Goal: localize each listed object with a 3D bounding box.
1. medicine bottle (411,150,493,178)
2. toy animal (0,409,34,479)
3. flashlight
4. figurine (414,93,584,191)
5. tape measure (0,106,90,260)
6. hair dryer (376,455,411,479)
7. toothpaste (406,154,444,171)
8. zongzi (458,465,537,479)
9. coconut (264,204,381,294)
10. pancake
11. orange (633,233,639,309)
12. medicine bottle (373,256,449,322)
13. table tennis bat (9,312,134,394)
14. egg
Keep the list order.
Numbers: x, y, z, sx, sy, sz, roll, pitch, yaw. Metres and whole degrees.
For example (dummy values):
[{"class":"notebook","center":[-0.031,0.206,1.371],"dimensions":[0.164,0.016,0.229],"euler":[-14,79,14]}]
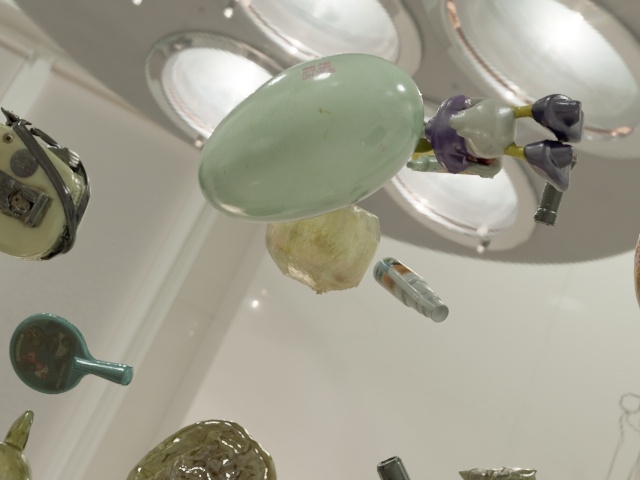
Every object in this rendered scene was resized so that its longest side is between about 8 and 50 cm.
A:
[{"class":"medicine bottle","center":[0.351,-0.206,2.086],"dimensions":[0.218,0.073,0.074],"euler":[6,-21,15]},{"class":"toy animal","center":[-0.554,0.443,1.348],"dimensions":[0.181,0.180,0.363],"euler":[-3,41,-30]},{"class":"flashlight","center":[0.711,-0.157,2.390],"dimensions":[0.093,0.231,0.093],"euler":[14,-2,0]},{"class":"figurine","center":[0.230,-0.176,1.334],"dimensions":[0.421,0.154,0.193],"euler":[7,1,41]},{"class":"tape measure","center":[-0.553,-0.100,1.523],"dimensions":[0.232,0.271,0.133],"euler":[19,-7,5]},{"class":"hair dryer","center":[0.126,0.488,1.495],"dimensions":[0.057,0.100,0.198],"euler":[-28,-5,22]},{"class":"toothpaste","center":[0.286,-0.172,1.763],"dimensions":[0.256,0.037,0.067],"euler":[-6,-5,-39]},{"class":"zongzi","center":[0.343,0.516,1.471],"dimensions":[0.081,0.188,0.178],"euler":[-10,-7,-37]},{"class":"coconut","center":[0.000,0.000,2.052],"dimensions":[0.297,0.254,0.297],"euler":[26,5,-3]},{"class":"pancake","center":[-0.222,0.440,1.402],"dimensions":[0.295,0.294,0.049],"euler":[15,-40,32]},{"class":"orange","center":[0.438,0.039,0.804],"dimensions":[0.171,0.240,0.240],"euler":[1,-3,-29]},{"class":"medicine bottle","center":[0.161,0.086,1.483],"dimensions":[0.092,0.061,0.221],"euler":[37,2,-30]},{"class":"table tennis bat","center":[-0.375,0.179,1.186],"dimensions":[0.201,0.124,0.033],"euler":[13,10,10]},{"class":"egg","center":[-0.019,-0.149,1.214],"dimensions":[0.371,0.229,0.230],"euler":[-24,-32,10]}]
